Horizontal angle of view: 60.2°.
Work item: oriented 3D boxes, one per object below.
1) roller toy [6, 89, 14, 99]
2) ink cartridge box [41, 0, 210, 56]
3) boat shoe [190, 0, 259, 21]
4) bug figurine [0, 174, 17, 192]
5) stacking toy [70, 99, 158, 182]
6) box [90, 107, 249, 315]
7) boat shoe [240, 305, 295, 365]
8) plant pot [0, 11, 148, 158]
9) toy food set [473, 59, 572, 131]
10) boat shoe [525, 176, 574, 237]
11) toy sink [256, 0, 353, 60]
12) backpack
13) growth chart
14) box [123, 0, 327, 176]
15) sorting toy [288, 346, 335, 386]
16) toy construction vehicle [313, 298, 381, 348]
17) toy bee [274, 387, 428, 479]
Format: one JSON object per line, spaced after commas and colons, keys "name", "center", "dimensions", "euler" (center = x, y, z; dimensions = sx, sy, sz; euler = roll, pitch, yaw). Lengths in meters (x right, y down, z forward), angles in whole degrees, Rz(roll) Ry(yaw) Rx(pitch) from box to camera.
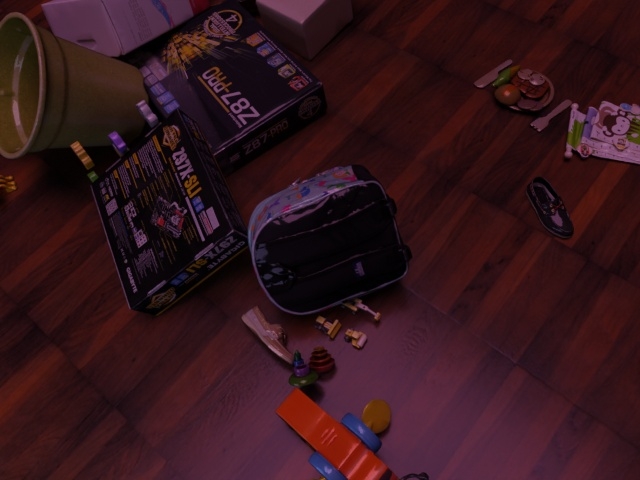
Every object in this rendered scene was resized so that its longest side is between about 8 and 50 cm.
{"name": "roller toy", "center": [-0.724, -0.317, 1.281], "dimensions": [0.209, 0.146, 0.191], "euler": [1, 51, 12]}
{"name": "ink cartridge box", "center": [-0.451, -0.552, 1.309], "dimensions": [0.226, 0.131, 0.306], "euler": [9, 40, 31]}
{"name": "boat shoe", "center": [-0.205, -0.643, 1.422], "dimensions": [0.306, 0.104, 0.111], "euler": [-11, 61, 1]}
{"name": "bug figurine", "center": [-0.836, -0.104, 1.219], "dimensions": [0.279, 0.072, 0.216], "euler": [-34, 62, -11]}
{"name": "stacking toy", "center": [-0.419, -0.195, 1.145], "dimensions": [0.167, 0.221, 0.052], "euler": [-38, 93, -17]}
{"name": "box", "center": [-0.298, -0.058, 1.071], "dimensions": [0.257, 0.079, 0.322], "euler": [-36, 62, 12]}
{"name": "boat shoe", "center": [-0.087, 0.167, 0.989], "dimensions": [0.135, 0.050, 0.045], "euler": [40, 78, 24]}
{"name": "plant pot", "center": [-0.518, -0.302, 1.160], "dimensions": [0.275, 0.253, 0.277], "euler": [3, 94, 40]}
{"name": "toy food set", "center": [0.446, -0.333, 1.207], "dimensions": [0.132, 0.039, 0.192], "euler": [-37, 63, -13]}
{"name": "boat shoe", "center": [0.441, -0.064, 1.059], "dimensions": [0.048, 0.042, 0.133], "euler": [-20, 62, -7]}
{"name": "toy sink", "center": [-0.015, -0.583, 1.352], "dimensions": [0.152, 0.131, 0.234], "euler": [35, 75, 22]}
{"name": "backpack", "center": [0.000, 0.000, 0.969], "dimensions": [0.253, 0.225, 0.191], "euler": [-25, 28, -6]}
{"name": "growth chart", "center": [0.626, -0.223, 1.136], "dimensions": [0.237, 0.021, 0.172], "euler": [8, 61, 11]}
{"name": "box", "center": [-0.224, -0.359, 1.272], "dimensions": [0.318, 0.097, 0.395], "euler": [-35, 63, -8]}
{"name": "sorting toy", "center": [-0.020, 0.208, 0.937], "dimensions": [0.061, 0.102, 0.042], "euler": [-5, 99, 36]}
{"name": "toy construction vehicle", "center": [0.048, 0.141, 0.995], "dimensions": [0.098, 0.035, 0.086], "euler": [30, 69, 21]}
{"name": "toy bee", "center": [0.051, 0.352, 0.831], "dimensions": [0.195, 0.162, 0.298], "euler": [-32, 37, -2]}
